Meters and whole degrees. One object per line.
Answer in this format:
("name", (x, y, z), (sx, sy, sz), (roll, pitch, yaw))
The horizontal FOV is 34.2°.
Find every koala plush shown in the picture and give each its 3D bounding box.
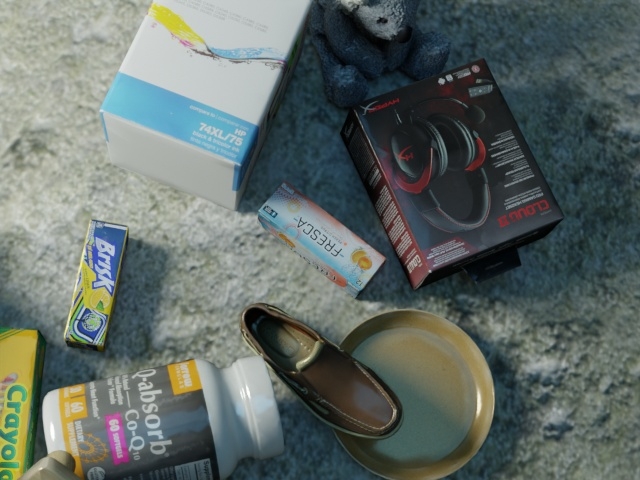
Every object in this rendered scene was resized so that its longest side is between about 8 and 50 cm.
("koala plush", (0.080, -0.335, 1.481), (0.196, 0.221, 0.203), (-21, 77, -12))

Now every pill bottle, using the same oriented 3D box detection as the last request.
("pill bottle", (-0.195, 0.237, 1.310), (0.279, 0.162, 0.162), (-12, 76, -11))

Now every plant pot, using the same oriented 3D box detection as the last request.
("plant pot", (0.120, 0.212, 1.427), (0.236, 0.032, 0.236), (2, 74, -7))

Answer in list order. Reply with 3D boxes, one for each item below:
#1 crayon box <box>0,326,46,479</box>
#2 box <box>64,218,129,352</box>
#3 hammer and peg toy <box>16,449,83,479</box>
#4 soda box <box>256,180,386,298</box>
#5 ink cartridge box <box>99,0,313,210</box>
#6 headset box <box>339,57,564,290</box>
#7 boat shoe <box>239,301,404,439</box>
("crayon box", (-0.448, 0.249, 1.315), (0.165, 0.081, 0.278), (3, 73, -6))
("box", (-0.300, 0.061, 1.401), (0.054, 0.059, 0.168), (10, 73, -7))
("hammer and peg toy", (-0.344, 0.362, 1.176), (0.266, 0.127, 0.361), (-41, 110, 15))
("soda box", (0.000, 0.000, 1.459), (0.183, 0.058, 0.063), (38, 73, 5))
("ink cartridge box", (-0.152, -0.220, 1.430), (0.197, 0.198, 0.270), (21, 73, 0))
("headset box", (0.189, -0.081, 1.480), (0.218, 0.110, 0.293), (-21, 77, -13))
("boat shoe", (-0.007, 0.170, 1.360), (0.257, 0.095, 0.095), (32, 78, 18))
